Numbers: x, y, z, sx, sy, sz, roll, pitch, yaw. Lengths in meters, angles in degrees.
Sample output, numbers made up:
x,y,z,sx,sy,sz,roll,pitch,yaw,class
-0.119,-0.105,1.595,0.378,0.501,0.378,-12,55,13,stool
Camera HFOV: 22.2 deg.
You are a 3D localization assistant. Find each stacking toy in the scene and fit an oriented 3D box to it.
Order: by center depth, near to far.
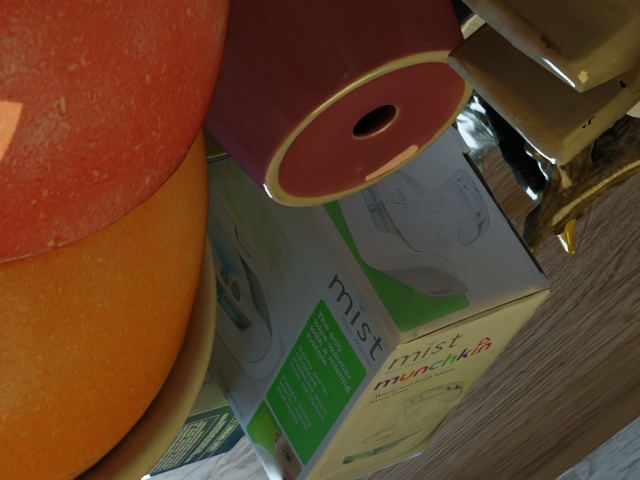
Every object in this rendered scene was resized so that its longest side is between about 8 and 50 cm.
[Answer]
x,y,z,sx,sy,sz,roll,pitch,yaw,class
-0.128,-0.140,0.514,0.350,0.350,0.480,-13,147,-39,stacking toy

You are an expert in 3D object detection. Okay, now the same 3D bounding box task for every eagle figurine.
x,y,z,sx,sy,sz,roll,pitch,yaw,class
0.146,-0.095,1.174,0.226,0.298,0.225,8,114,-16,eagle figurine

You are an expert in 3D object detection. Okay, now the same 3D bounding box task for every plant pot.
x,y,z,sx,sy,sz,roll,pitch,yaw,class
-0.015,-0.127,0.881,0.201,0.180,0.201,-26,158,-11,plant pot

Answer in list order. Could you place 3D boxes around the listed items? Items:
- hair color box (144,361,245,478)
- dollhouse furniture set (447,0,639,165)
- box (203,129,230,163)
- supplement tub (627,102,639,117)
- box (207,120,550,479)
x,y,z,sx,sy,sz,roll,pitch,yaw,class
-0.216,0.094,1.114,0.347,0.174,0.105,-12,153,-39,hair color box
0.150,-0.214,0.549,0.256,0.394,0.362,-40,161,-14,dollhouse furniture set
-0.155,-0.039,1.011,0.136,0.036,0.225,-16,180,-34,box
0.240,-0.243,0.884,0.325,0.235,0.235,-39,157,21,supplement tub
0.000,0.000,1.073,0.127,0.262,0.231,-18,157,-29,box
